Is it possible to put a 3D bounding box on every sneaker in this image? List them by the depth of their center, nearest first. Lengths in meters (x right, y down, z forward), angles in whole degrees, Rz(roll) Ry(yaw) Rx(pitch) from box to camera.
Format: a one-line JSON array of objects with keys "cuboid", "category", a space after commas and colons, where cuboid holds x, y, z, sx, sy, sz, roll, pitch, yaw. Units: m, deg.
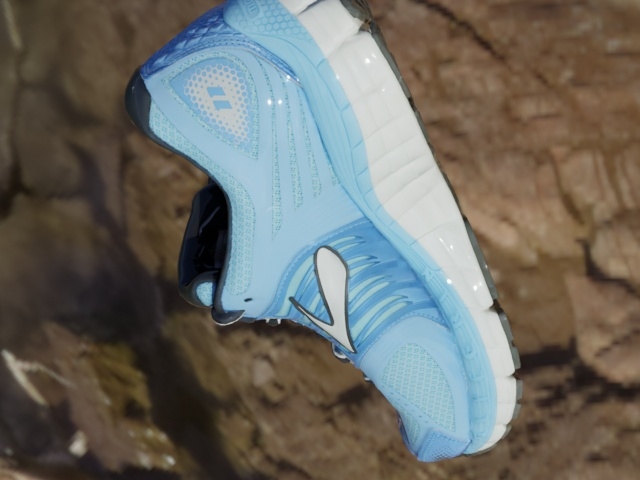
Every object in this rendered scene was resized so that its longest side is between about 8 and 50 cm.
[{"cuboid": [0.000, 0.000, 0.474, 0.073, 0.162, 0.063, -24, 38, 4], "category": "sneaker"}]
